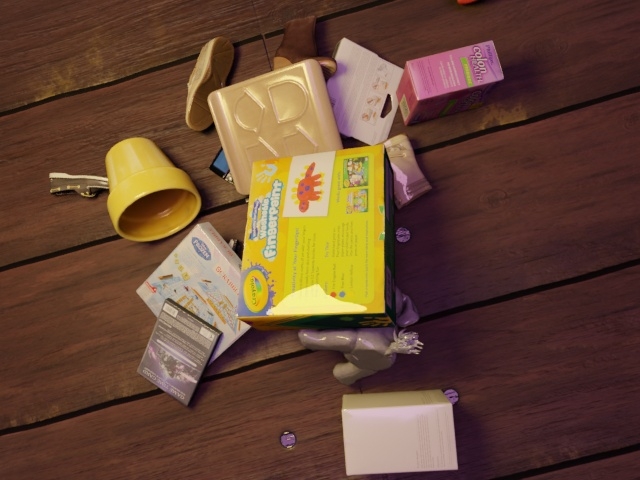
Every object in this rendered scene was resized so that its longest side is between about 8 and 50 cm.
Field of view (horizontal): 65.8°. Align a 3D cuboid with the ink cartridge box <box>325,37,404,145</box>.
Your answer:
[{"bbox_3d":[0.122,-0.444,1.528,0.239,0.060,0.274,20,86,-20],"label":"ink cartridge box"}]

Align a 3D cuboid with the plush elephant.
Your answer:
[{"bbox_3d":[0.137,0.218,1.388,0.330,0.255,0.272,-20,128,33],"label":"plush elephant"}]

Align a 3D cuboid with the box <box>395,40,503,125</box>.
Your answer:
[{"bbox_3d":[0.361,-0.446,1.427,0.243,0.213,0.117,-15,84,-1],"label":"box"}]

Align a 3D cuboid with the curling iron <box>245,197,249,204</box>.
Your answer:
[{"bbox_3d":[-0.099,-0.156,1.523,0.274,0.035,0.068,-15,121,6],"label":"curling iron"}]

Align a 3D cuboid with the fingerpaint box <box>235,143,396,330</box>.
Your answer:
[{"bbox_3d":[0.000,0.000,1.284,0.372,0.163,0.444,-5,66,17],"label":"fingerpaint box"}]

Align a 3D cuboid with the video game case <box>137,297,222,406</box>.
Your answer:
[{"bbox_3d":[-0.419,0.331,1.456,0.196,0.026,0.274,30,109,11],"label":"video game case"}]

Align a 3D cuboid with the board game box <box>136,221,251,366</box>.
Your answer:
[{"bbox_3d":[-0.337,0.166,1.444,0.318,0.066,0.318,-42,85,22],"label":"board game box"}]

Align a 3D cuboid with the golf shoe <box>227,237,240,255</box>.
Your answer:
[{"bbox_3d":[-0.315,0.074,1.501,0.094,0.077,0.198,25,86,6],"label":"golf shoe"}]

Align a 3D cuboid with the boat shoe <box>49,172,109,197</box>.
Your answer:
[{"bbox_3d":[-0.742,-0.169,1.552,0.228,0.081,0.068,5,88,11],"label":"boat shoe"}]

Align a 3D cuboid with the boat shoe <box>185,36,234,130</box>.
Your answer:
[{"bbox_3d":[-0.360,-0.487,1.550,0.098,0.109,0.302,12,85,44],"label":"boat shoe"}]

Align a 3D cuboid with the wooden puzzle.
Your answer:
[{"bbox_3d":[-0.123,-0.326,1.463,0.348,0.080,0.321,-13,104,16],"label":"wooden puzzle"}]

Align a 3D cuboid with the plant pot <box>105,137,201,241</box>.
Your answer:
[{"bbox_3d":[-0.517,-0.163,1.464,0.254,0.254,0.239,-33,68,1],"label":"plant pot"}]

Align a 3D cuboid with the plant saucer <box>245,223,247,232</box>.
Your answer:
[{"bbox_3d":[-0.130,-0.024,1.517,0.195,0.037,0.194,0,85,5],"label":"plant saucer"}]

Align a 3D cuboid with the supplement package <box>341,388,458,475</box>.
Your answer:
[{"bbox_3d":[0.211,0.526,1.376,0.293,0.175,0.177,-4,86,3],"label":"supplement package"}]

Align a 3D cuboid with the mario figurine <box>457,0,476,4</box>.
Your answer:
[{"bbox_3d":[0.397,-0.852,1.484,0.320,0.170,0.198,46,124,14],"label":"mario figurine"}]

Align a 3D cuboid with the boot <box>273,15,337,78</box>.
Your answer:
[{"bbox_3d":[-0.039,-0.588,1.492,0.249,0.090,0.206,6,80,38],"label":"boot"}]

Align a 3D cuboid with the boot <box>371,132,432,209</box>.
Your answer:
[{"bbox_3d":[0.181,-0.179,1.485,0.262,0.095,0.203,-25,86,0],"label":"boot"}]

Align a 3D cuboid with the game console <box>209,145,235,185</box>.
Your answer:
[{"bbox_3d":[-0.262,-0.239,1.527,0.107,0.071,0.122,31,88,6],"label":"game console"}]
